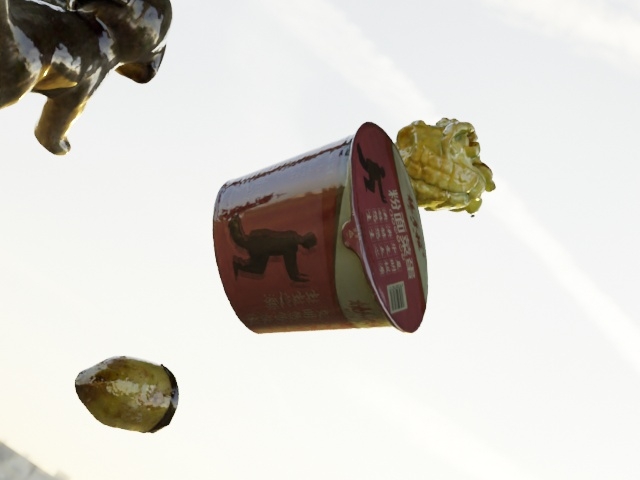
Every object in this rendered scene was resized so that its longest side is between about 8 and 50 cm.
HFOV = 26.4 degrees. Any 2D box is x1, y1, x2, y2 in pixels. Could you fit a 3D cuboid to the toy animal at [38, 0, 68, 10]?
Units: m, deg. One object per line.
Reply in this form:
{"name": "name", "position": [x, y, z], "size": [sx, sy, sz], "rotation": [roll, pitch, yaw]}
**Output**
{"name": "toy animal", "position": [-0.305, -0.236, 1.430], "size": [0.065, 0.136, 0.047], "rotation": [86, -22, -43]}

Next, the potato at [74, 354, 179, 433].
{"name": "potato", "position": [-0.226, 0.173, 1.591], "size": [0.103, 0.066, 0.096], "rotation": [7, 53, -50]}

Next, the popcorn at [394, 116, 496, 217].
{"name": "popcorn", "position": [0.160, -0.102, 1.866], "size": [0.141, 0.136, 0.162], "rotation": [49, -15, 29]}

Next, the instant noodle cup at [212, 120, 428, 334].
{"name": "instant noodle cup", "position": [0.000, 0.000, 1.490], "size": [0.179, 0.234, 0.235], "rotation": [-11, -37, 20]}

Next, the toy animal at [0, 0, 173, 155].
{"name": "toy animal", "position": [-0.236, -0.168, 1.180], "size": [0.121, 0.168, 0.233], "rotation": [50, 27, 16]}
